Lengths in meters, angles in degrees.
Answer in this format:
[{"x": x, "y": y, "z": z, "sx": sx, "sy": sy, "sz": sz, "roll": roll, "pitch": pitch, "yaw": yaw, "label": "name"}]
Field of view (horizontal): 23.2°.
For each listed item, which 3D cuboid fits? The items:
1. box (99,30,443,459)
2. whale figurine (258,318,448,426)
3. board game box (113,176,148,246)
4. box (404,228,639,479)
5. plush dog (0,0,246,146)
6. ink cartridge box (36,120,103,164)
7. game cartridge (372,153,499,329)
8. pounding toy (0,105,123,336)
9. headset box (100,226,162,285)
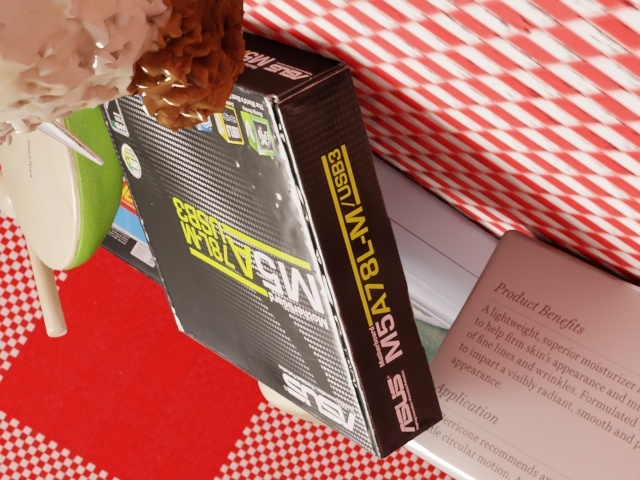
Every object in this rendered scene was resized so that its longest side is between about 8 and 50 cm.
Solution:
[{"x": -0.033, "y": -0.011, "z": 0.733, "sx": 0.191, "sy": 0.045, "sz": 0.184, "roll": 26, "pitch": 137, "yaw": 51, "label": "box"}, {"x": 0.081, "y": 0.105, "z": 1.409, "sx": 0.272, "sy": 0.141, "sz": 0.216, "roll": 5, "pitch": 168, "yaw": 15, "label": "whale figurine"}, {"x": -0.316, "y": -0.129, "z": 1.584, "sx": 0.302, "sy": 0.086, "sz": 0.308, "roll": 35, "pitch": 174, "yaw": -35, "label": "board game box"}, {"x": 0.164, "y": 0.105, "z": 0.750, "sx": 0.181, "sy": 0.119, "sz": 0.182, "roll": 28, "pitch": 174, "yaw": 39, "label": "box"}, {"x": -0.150, "y": -0.091, "z": 0.514, "sx": 0.225, "sy": 0.210, "sz": 0.262, "roll": -12, "pitch": 145, "yaw": 43, "label": "plush dog"}, {"x": -0.290, "y": -0.177, "z": 1.052, "sx": 0.296, "sy": 0.066, "sz": 0.261, "roll": 27, "pitch": 174, "yaw": 47, "label": "ink cartridge box"}, {"x": -0.001, "y": -0.020, "z": 0.937, "sx": 0.196, "sy": 0.060, "sz": 0.294, "roll": 29, "pitch": 176, "yaw": -18, "label": "game cartridge"}, {"x": -0.189, "y": -0.060, "z": 1.279, "sx": 0.183, "sy": 0.110, "sz": 0.237, "roll": 61, "pitch": 150, "yaw": 27, "label": "pounding toy"}, {"x": -0.148, "y": 0.020, "z": 1.903, "sx": 0.218, "sy": 0.110, "sz": 0.293, "roll": 30, "pitch": 175, "yaw": 19, "label": "headset box"}]
